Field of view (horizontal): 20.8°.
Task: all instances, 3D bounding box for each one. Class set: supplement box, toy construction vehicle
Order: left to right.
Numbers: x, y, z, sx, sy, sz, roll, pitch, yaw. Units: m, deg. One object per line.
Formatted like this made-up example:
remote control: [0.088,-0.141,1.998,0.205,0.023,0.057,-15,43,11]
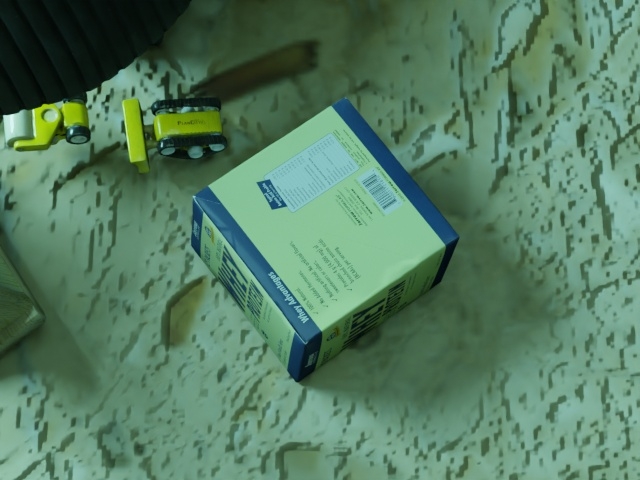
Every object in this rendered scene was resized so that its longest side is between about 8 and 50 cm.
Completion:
toy construction vehicle: [-0.099,-0.069,0.796,0.098,0.035,0.086,-7,69,-16]
supplement box: [0.000,0.000,0.760,0.083,0.056,0.083,-34,75,-16]

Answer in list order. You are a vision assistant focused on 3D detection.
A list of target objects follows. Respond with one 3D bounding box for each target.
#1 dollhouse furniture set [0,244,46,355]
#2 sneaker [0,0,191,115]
dollhouse furniture set: [-0.261,0.051,0.701,0.242,0.161,0.212,-36,74,6]
sneaker: [-0.112,-0.162,0.778,0.146,0.122,0.330,12,43,45]
